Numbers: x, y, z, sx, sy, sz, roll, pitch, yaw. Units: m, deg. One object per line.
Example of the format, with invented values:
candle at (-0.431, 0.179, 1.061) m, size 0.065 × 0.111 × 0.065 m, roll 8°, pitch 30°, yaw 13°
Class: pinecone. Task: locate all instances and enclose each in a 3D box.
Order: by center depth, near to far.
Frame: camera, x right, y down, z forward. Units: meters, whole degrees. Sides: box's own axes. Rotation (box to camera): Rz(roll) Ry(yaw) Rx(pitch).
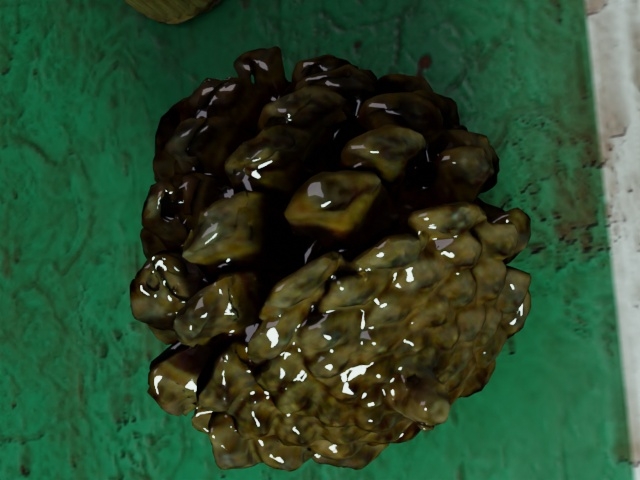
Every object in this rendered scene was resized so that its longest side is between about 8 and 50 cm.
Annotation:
pinecone at (0.005, 0.010, 0.846) m, size 0.243 × 0.243 × 0.257 m, roll -41°, pitch 25°, yaw 14°

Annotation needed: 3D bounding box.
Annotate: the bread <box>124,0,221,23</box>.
bread at (-0.092, -0.251, 0.994) m, size 0.132 × 0.114 × 0.190 m, roll 43°, pitch 95°, yaw 27°
